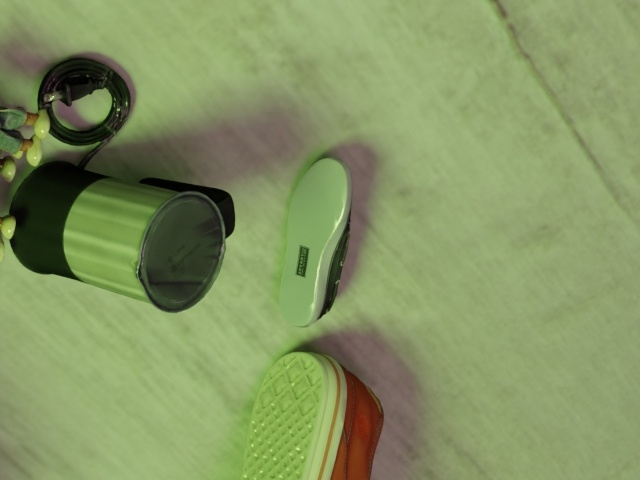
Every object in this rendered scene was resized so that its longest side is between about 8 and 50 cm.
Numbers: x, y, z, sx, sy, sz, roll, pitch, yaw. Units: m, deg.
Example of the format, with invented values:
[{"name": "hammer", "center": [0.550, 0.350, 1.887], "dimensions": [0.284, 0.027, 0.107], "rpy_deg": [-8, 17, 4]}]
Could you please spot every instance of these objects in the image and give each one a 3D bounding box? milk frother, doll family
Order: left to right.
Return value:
[{"name": "doll family", "center": [-0.267, -0.035, 0.980], "dimensions": [0.111, 0.076, 0.193], "rpy_deg": [8, 114, -33]}, {"name": "milk frother", "center": [-0.137, -0.041, 0.997], "dimensions": [0.129, 0.135, 0.143], "rpy_deg": [-46, 134, -35]}]

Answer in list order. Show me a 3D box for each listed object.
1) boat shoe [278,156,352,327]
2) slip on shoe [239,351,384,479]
[{"name": "boat shoe", "center": [0.000, 0.000, 1.139], "dimensions": [0.040, 0.049, 0.142], "rpy_deg": [-16, 125, -56]}, {"name": "slip on shoe", "center": [-0.022, 0.258, 1.172], "dimensions": [0.101, 0.123, 0.331], "rpy_deg": [22, 79, -41]}]
